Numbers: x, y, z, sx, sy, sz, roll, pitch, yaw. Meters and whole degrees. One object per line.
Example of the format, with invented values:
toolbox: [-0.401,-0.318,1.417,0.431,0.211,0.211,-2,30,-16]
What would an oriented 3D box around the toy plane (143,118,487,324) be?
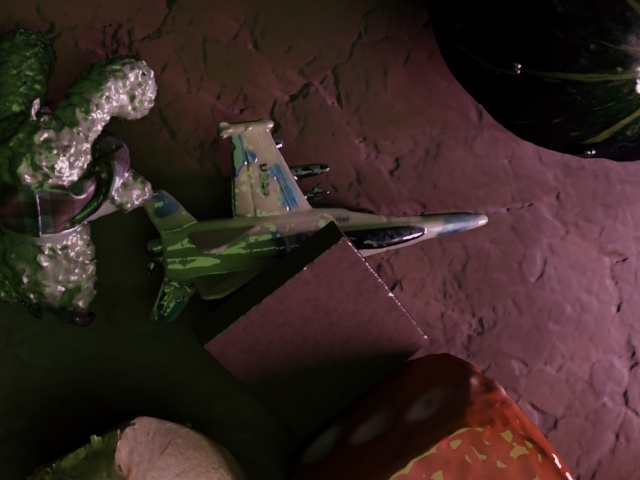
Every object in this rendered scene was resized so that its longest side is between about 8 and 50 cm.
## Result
toy plane: [-0.004,-0.003,1.183,0.262,0.088,0.192,-9,110,-24]

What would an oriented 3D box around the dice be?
dice: [0.091,0.200,1.200,0.174,0.179,0.175,-39,104,-4]

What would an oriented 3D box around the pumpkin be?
pumpkin: [0.209,-0.215,1.122,0.296,0.296,0.295,-3,102,-15]

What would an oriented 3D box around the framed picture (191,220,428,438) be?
framed picture: [-0.003,0.070,1.172,0.128,0.023,0.168,-38,141,2]

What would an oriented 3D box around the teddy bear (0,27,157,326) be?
teddy bear: [-0.187,-0.034,1.097,0.133,0.111,0.213,10,101,8]

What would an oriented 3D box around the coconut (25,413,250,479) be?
coconut: [-0.124,0.218,1.146,0.194,0.194,0.194,-3,102,-15]
